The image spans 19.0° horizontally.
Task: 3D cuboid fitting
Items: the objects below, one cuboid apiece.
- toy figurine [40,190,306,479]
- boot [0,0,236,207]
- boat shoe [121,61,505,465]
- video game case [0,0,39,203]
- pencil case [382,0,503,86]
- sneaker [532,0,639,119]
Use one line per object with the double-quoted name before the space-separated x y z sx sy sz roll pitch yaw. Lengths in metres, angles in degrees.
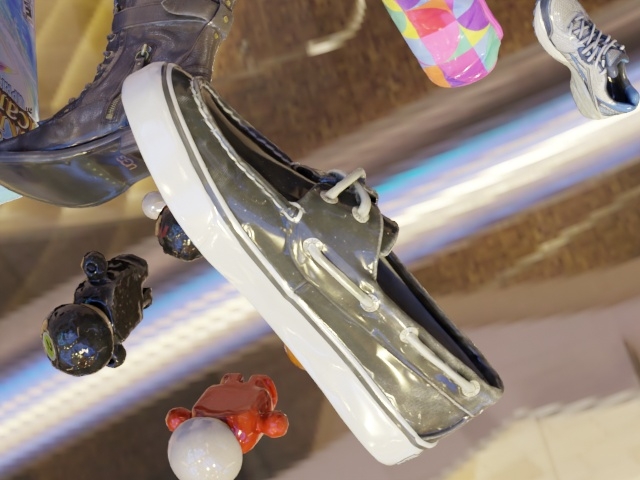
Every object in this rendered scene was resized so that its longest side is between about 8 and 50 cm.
"toy figurine" -0.085 0.063 1.490 0.213 0.148 0.209 45 115 -3
"boot" -0.182 -0.156 1.750 0.263 0.229 0.091 -8 150 23
"boat shoe" 0.000 0.000 0.841 0.070 0.078 0.219 -32 111 17
"video game case" -0.360 -0.199 1.800 0.061 0.244 0.269 -17 149 20
"pencil case" 0.108 -0.266 1.975 0.104 0.104 0.236 -26 131 11
"sneaker" 0.229 -0.160 1.603 0.052 0.058 0.135 -48 120 -22
